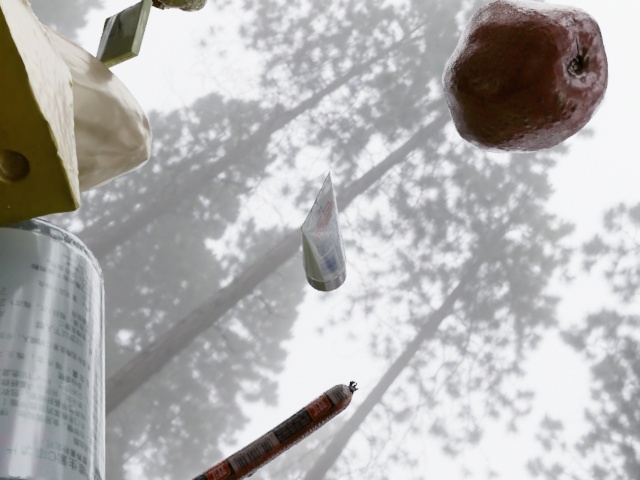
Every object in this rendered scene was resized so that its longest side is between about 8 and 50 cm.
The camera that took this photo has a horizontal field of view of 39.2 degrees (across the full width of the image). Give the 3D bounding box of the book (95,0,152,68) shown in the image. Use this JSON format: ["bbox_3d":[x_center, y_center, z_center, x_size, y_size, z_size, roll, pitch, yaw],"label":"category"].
[{"bbox_3d":[-0.255,-0.260,1.146,0.014,0.077,0.111,22,-17,-37],"label":"book"}]

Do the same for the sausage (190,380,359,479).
[{"bbox_3d":[-0.049,0.181,0.788,0.028,0.198,0.025,54,-13,14],"label":"sausage"}]

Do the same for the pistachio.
[{"bbox_3d":[-0.351,-0.157,1.053,0.193,0.318,0.214,10,-93,55],"label":"pistachio"}]

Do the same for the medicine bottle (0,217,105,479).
[{"bbox_3d":[-0.204,0.128,0.550,0.141,0.293,0.141,-7,-44,-6],"label":"medicine bottle"}]

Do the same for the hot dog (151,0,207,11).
[{"bbox_3d":[-0.274,-0.414,1.333,0.242,0.073,0.084,37,-13,-35],"label":"hot dog"}]

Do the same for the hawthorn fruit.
[{"bbox_3d":[0.225,-0.182,0.987,0.189,0.189,0.189,17,-55,25],"label":"hawthorn fruit"}]

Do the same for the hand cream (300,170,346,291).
[{"bbox_3d":[0.000,0.000,1.662,0.083,0.133,0.248,14,-35,15],"label":"hand cream"}]

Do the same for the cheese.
[{"bbox_3d":[-0.219,-0.108,0.545,0.093,0.126,0.171,-12,-35,-2],"label":"cheese"}]
